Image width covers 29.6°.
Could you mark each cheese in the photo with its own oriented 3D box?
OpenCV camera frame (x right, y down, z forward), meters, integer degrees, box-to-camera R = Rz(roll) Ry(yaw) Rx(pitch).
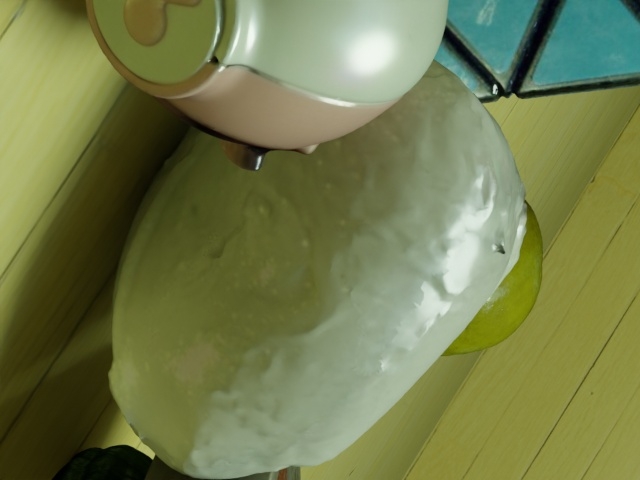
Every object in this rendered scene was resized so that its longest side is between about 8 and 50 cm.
[{"bbox_3d":[0.000,0.000,0.552,0.198,0.154,0.189,-48,169,12],"label":"cheese"}]

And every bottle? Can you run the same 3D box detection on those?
[{"bbox_3d":[0.013,-0.129,0.380,0.236,0.147,0.147,-56,168,29],"label":"bottle"}]

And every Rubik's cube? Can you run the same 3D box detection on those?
[{"bbox_3d":[0.150,-0.198,0.677,0.233,0.228,0.228,-9,-95,61],"label":"Rubik's cube"}]

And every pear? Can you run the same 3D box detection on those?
[{"bbox_3d":[0.111,0.018,1.004,0.162,0.149,0.148,-41,158,-51],"label":"pear"}]

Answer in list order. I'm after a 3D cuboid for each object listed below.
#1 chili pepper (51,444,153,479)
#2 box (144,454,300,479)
[{"bbox_3d":[-0.111,0.168,0.592,0.257,0.074,0.100,-75,156,-72],"label":"chili pepper"},{"bbox_3d":[-0.045,0.152,0.583,0.201,0.058,0.141,-73,163,-74],"label":"box"}]
